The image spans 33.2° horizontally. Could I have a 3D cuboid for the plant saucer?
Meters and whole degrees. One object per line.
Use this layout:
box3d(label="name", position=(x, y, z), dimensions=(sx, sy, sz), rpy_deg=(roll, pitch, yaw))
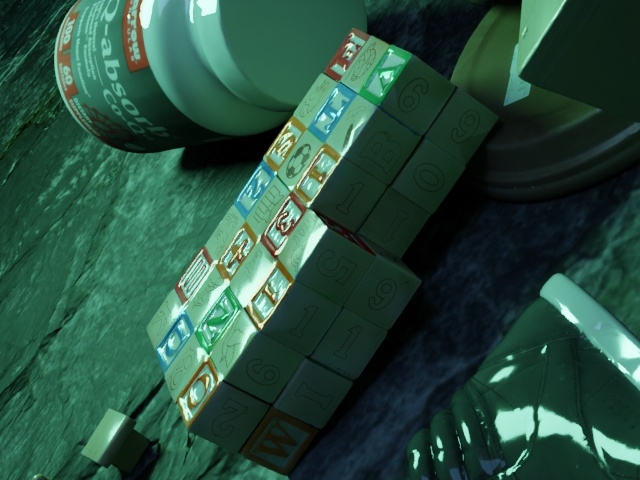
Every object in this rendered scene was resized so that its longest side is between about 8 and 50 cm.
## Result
box3d(label="plant saucer", position=(0.197, -0.150, 0.791), dimensions=(0.278, 0.041, 0.277), rpy_deg=(-35, 32, 26))

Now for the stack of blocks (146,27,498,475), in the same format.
box3d(label="stack of blocks", position=(0.000, 0.000, 0.796), dimensions=(0.297, 0.087, 0.171), rpy_deg=(-56, 26, 6))

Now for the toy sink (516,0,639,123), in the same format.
box3d(label="toy sink", position=(0.239, -0.136, 0.581), dimensions=(0.131, 0.234, 0.152), rpy_deg=(117, 167, -52))

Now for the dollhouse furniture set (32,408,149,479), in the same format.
box3d(label="dollhouse furniture set", position=(-0.225, 0.265, 0.745), dimensions=(0.303, 0.174, 0.355), rpy_deg=(1, 56, 56))

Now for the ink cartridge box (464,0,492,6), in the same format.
box3d(label="ink cartridge box", position=(0.147, -0.254, 0.800), dimensions=(0.165, 0.065, 0.333), rpy_deg=(-39, -1, 17))

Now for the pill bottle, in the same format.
box3d(label="pill bottle", position=(-0.126, -0.210, 1.151), dimensions=(0.363, 0.210, 0.210), rpy_deg=(-2, 53, 55))

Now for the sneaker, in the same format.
box3d(label="sneaker", position=(0.132, 0.131, 0.477), dimensions=(0.147, 0.105, 0.295), rpy_deg=(-48, 22, 6))
